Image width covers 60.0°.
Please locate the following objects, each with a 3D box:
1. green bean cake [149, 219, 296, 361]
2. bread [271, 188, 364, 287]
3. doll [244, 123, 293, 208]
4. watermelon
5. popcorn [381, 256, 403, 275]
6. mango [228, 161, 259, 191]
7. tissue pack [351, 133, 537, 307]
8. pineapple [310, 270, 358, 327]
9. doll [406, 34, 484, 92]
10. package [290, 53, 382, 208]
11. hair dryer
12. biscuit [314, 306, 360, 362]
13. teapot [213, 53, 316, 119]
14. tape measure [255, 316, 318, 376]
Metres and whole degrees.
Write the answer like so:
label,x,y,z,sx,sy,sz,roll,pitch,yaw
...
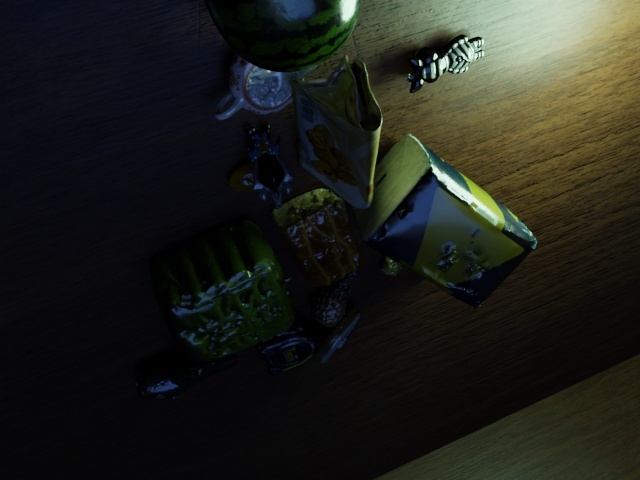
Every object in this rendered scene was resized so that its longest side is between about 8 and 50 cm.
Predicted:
label,x,y,z,sx,sy,sz,roll,pitch,yaw
green bean cake,-0.236,0.148,1.432,0.334,0.218,0.319,-23,135,-5
bread,0.000,0.000,1.500,0.184,0.114,0.275,-27,137,-4
doll,-0.119,-0.166,1.268,0.095,0.070,0.195,-16,93,-11
watermelon,-0.066,-0.442,0.968,0.285,0.285,0.285,-14,132,-16
popcorn,0.217,0.074,1.711,0.068,0.060,0.083,-31,126,0
mango,-0.165,-0.151,1.327,0.114,0.057,0.079,-16,137,-4
tissue pack,0.321,-0.045,1.468,0.416,0.253,0.264,31,112,-25
pineapple,0.050,0.163,1.679,0.108,0.108,0.198,23,102,-39
doll,0.292,-0.428,1.319,0.219,0.067,0.091,-25,132,-14
package,0.071,-0.246,1.233,0.165,0.221,0.311,-45,159,-16
hair dryer,-0.339,0.364,1.533,0.303,0.120,0.359,-9,171,-27
biscuit,0.060,0.305,1.762,0.208,0.049,0.181,-49,170,-7
teapot,-0.123,-0.334,1.154,0.245,0.116,0.159,-41,148,5
tape measure,-0.104,0.320,1.720,0.186,0.112,0.199,-18,139,-3
